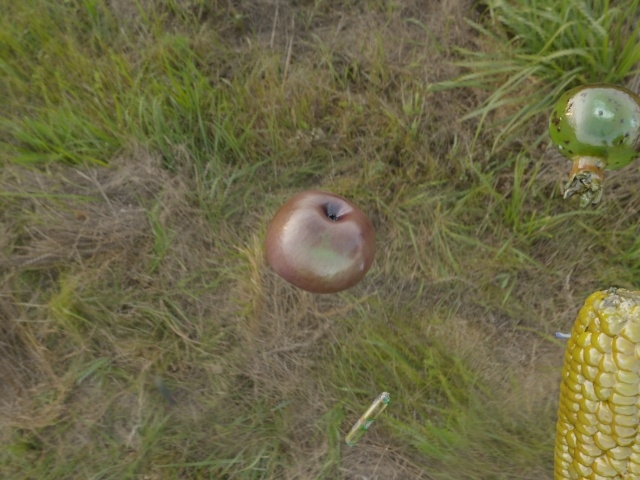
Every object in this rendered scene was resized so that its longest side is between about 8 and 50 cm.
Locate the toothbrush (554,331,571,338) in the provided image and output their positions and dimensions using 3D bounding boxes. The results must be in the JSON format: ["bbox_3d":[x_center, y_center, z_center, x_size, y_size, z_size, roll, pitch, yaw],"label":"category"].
[{"bbox_3d":[0.729,0.247,1.714,0.269,0.021,0.027,-1,73,-30],"label":"toothbrush"}]

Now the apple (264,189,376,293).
[{"bbox_3d":[0.000,0.000,1.702,0.306,0.235,0.305,11,41,-9],"label":"apple"}]

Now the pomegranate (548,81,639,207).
[{"bbox_3d":[0.640,-0.247,1.499,0.231,0.231,0.286,39,73,16],"label":"pomegranate"}]

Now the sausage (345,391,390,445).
[{"bbox_3d":[0.115,0.445,1.564,0.033,0.269,0.032,14,44,-14],"label":"sausage"}]

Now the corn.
[{"bbox_3d":[0.239,0.179,0.511,0.102,0.102,0.312,-5,105,4],"label":"corn"}]
